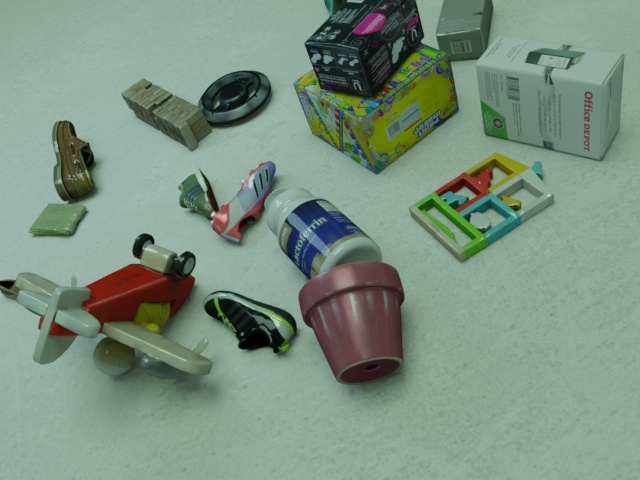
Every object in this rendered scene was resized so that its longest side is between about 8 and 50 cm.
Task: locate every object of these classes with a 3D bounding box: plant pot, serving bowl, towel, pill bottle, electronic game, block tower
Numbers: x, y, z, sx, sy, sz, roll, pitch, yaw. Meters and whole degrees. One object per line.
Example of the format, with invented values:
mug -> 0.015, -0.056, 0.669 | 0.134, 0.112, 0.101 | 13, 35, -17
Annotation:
plant pot -> 0.071, 0.164, 1.338 | 0.201, 0.201, 0.180 | -16, 60, 6
serving bowl -> -0.093, -0.090, 1.736 | 0.083, 0.027, 0.083 | -11, 46, 12
towel -> -0.719, -0.058, 1.949 | 0.148, 0.027, 0.110 | 0, 49, 23
pill bottle -> 0.000, 0.000, 1.530 | 0.153, 0.153, 0.264 | -35, 46, -12
electronic game -> -0.254, -0.422, 2.089 | 0.229, 0.048, 0.229 | -11, 48, 13
block tower -> -0.452, -0.376, 2.094 | 0.097, 0.091, 0.335 | -42, 49, -17

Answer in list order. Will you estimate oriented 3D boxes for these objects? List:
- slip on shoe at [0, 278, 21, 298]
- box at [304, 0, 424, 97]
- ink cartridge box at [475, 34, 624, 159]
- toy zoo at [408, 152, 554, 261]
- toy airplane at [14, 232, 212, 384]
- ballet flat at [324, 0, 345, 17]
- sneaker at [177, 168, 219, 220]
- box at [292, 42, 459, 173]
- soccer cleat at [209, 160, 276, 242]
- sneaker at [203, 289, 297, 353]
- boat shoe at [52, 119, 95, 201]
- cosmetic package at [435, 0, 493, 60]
slip on shoe -> -0.754, 0.122, 1.787 | 0.135, 0.041, 0.051 | 9, 53, 27
box -> 0.107, -0.473, 1.685 | 0.163, 0.142, 0.247 | 18, 57, 36
ink cartridge box -> 0.511, -0.320, 1.589 | 0.289, 0.211, 0.121 | 21, 58, 33
toy zoo -> 0.366, -0.090, 1.557 | 0.293, 0.030, 0.192 | -32, 46, -10
toy airplane -> -0.431, 0.171, 1.459 | 0.384, 0.272, 0.386 | 2, 26, -20
ballet flat -> 0.065, -0.727, 2.221 | 0.096, 0.095, 0.280 | -6, 46, -1
sneaker -> -0.316, -0.100, 1.813 | 0.086, 0.064, 0.192 | -30, 45, 4
box -> 0.140, -0.365, 1.795 | 0.290, 0.177, 0.279 | -38, 47, -14
soccer cleat -> -0.171, -0.096, 1.751 | 0.095, 0.083, 0.248 | 34, 58, 8
sneaker -> -0.161, 0.174, 1.480 | 0.234, 0.084, 0.097 | 10, 55, 29
boat shoe -> -0.708, -0.240, 2.068 | 0.104, 0.111, 0.307 | -18, 55, -1
cosmetic package -> 0.402, -0.609, 1.971 | 0.127, 0.107, 0.238 | -3, 51, 22
